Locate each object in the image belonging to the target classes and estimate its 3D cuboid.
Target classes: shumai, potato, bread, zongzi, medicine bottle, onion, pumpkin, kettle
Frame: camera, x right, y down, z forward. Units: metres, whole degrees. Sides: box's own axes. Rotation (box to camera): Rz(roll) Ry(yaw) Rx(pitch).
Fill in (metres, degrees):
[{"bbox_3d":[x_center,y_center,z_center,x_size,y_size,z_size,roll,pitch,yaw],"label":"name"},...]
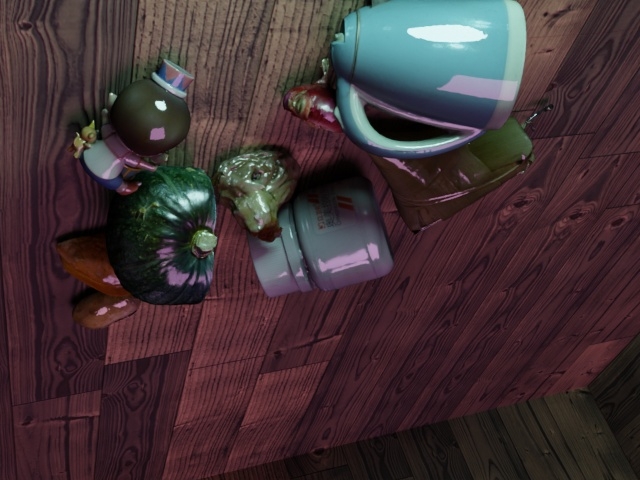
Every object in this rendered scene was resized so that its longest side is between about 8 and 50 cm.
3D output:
[{"bbox_3d":[-0.126,-0.092,1.939,0.206,0.175,0.166,-12,147,-23],"label":"shumai"},{"bbox_3d":[-0.515,0.158,2.164,0.170,0.080,0.107,-28,141,3],"label":"potato"},{"bbox_3d":[-0.448,0.052,1.995,0.260,0.134,0.129,-11,148,-18],"label":"bread"},{"bbox_3d":[0.333,-0.228,2.032,0.447,0.181,0.418,-31,147,9],"label":"zongzi"},{"bbox_3d":[0.000,0.000,2.091,0.306,0.245,0.245,-17,149,6],"label":"medicine bottle"},{"bbox_3d":[0.007,-0.293,1.792,0.150,0.150,0.140,10,100,-41],"label":"onion"},{"bbox_3d":[-0.338,-0.008,1.842,0.197,0.293,0.263,-2,-177,-25],"label":"pumpkin"},{"bbox_3d":[0.184,-0.311,1.701,0.342,0.247,0.319,4,101,-6],"label":"kettle"}]

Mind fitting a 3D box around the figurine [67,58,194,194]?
[{"bbox_3d":[-0.333,-0.213,1.668,0.275,0.161,0.158,-37,-173,26],"label":"figurine"}]
